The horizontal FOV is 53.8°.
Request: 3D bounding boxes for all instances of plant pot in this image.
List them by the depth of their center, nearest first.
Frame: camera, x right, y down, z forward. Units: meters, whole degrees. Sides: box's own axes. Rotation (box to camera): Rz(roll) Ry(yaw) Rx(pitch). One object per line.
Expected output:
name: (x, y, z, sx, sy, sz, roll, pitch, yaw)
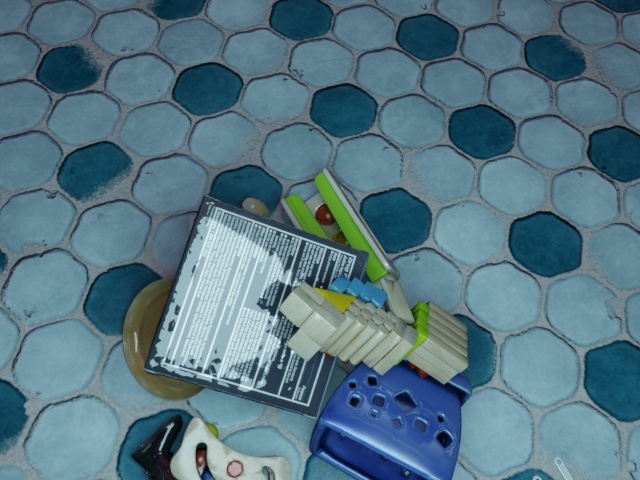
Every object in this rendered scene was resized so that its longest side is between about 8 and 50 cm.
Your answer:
plant pot: (0.133, 0.318, 1.138, 0.236, 0.236, 0.212, 26, 58, 10)
plant pot: (-0.282, 0.191, 1.228, 0.236, 0.032, 0.236, -1, 87, 23)

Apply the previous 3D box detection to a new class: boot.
boot: (-0.278, 0.400, 1.172, 0.099, 0.045, 0.121, 41, 71, 16)

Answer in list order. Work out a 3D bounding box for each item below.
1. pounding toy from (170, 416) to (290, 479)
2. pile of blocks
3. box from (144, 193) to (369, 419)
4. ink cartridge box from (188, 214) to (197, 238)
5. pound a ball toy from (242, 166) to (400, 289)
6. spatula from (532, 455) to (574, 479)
pounding toy: (-0.136, 0.414, 1.098, 0.269, 0.155, 0.154, 44, 68, 3)
pile of blocks: (0.077, 0.145, 1.020, 0.362, 0.112, 0.149, 20, 37, -29)
box: (-0.113, 0.114, 1.093, 0.294, 0.183, 0.296, 20, 84, -11)
ink cartridge box: (-0.228, 0.018, 1.359, 0.109, 0.063, 0.150, -4, 64, -5)
pound a ball toy: (0.000, 0.000, 1.364, 0.208, 0.136, 0.319, -35, 68, 8)
spatula: (0.453, 0.539, 1.158, 0.168, 0.019, 0.242, -23, 67, -13)
